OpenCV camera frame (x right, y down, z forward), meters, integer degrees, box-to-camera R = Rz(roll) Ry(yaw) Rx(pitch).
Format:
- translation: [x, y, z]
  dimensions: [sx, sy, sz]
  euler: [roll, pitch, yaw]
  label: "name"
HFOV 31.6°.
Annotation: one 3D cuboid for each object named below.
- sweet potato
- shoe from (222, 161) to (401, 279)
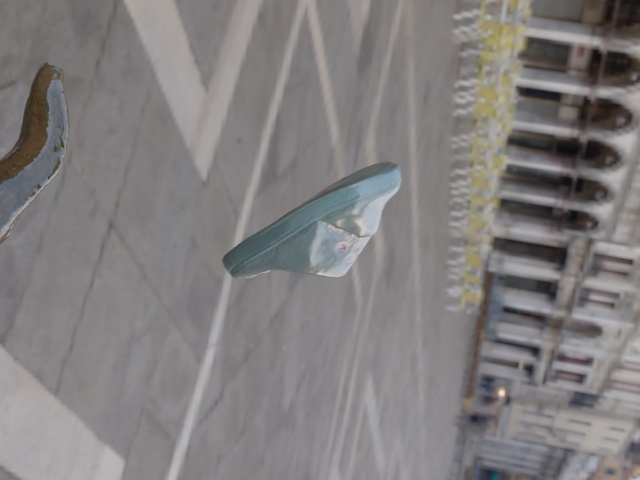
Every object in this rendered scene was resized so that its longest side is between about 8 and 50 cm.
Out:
- translation: [-0.322, -0.077, 1.201]
  dimensions: [0.233, 0.062, 0.081]
  euler: [-61, 147, -16]
  label: "sweet potato"
- translation: [0.000, 0.000, 1.311]
  dimensions: [0.100, 0.251, 0.103]
  euler: [60, 28, -1]
  label: "shoe"
